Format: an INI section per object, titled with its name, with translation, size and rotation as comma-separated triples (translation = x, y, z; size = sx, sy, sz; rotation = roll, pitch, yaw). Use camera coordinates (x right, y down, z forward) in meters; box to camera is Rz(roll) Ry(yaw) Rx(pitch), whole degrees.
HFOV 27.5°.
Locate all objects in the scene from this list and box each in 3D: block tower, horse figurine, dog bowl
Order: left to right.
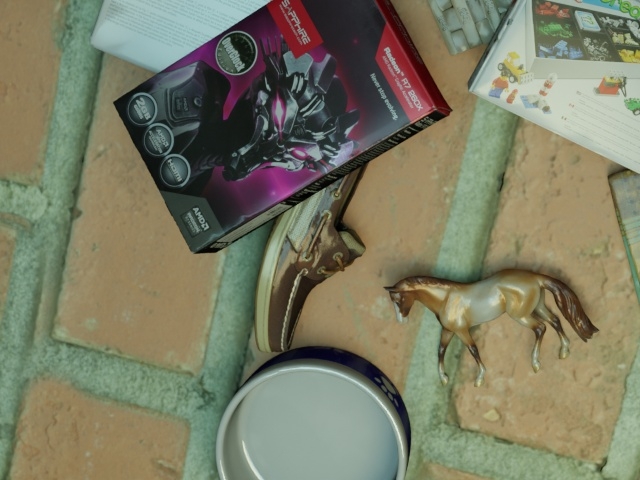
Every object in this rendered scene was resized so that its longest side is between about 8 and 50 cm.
[dog bowl]
translation = -0.007, 0.284, 1.824
size = 0.265, 0.104, 0.264
rotation = 2, 102, 9
[horse figurine]
translation = 0.235, 0.104, 1.766
size = 0.263, 0.066, 0.174
rotation = -14, 105, 15
[block tower]
translation = 0.301, -0.334, 1.649
size = 0.336, 0.097, 0.091
rotation = -21, 97, 14

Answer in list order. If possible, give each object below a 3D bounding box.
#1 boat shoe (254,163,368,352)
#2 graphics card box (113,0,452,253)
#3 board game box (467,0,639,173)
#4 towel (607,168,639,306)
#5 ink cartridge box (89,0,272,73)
[boat shoe]
translation = 0.000, 0.000, 1.760
size = 0.123, 0.123, 0.341
rotation = 17, 98, 8
[graphics card box]
translation = -0.052, -0.169, 1.659
size = 0.371, 0.094, 0.232
rotation = -30, 83, 15
[board game box]
translation = 0.361, -0.207, 1.613
size = 0.305, 0.053, 0.193
rotation = 25, 112, -7
[towel]
translation = 0.552, 0.053, 1.715
size = 0.272, 0.040, 0.370
rotation = -16, 96, 12
[ink cartridge box]
translation = -0.126, -0.326, 1.740
size = 0.296, 0.066, 0.261
rotation = 23, 104, 4
